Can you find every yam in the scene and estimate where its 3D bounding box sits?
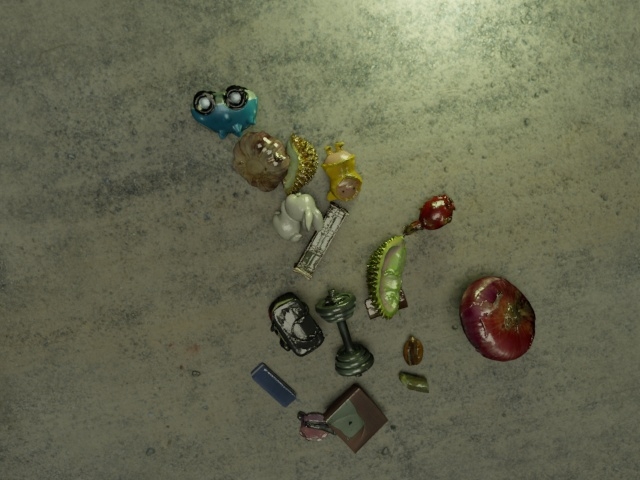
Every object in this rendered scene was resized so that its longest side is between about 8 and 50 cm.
[{"bbox_3d":[0.419,0.637,2.041,0.147,0.069,0.069,12,102,-4],"label":"yam"}]

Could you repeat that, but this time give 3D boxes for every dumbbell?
[{"bbox_3d":[0.104,0.394,1.932,0.179,0.179,0.406,-17,101,3],"label":"dumbbell"}]

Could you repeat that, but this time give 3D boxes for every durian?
[{"bbox_3d":[-0.087,-0.300,1.838,0.139,0.144,0.252,21,112,33],"label":"durian"},{"bbox_3d":[0.272,0.159,1.889,0.170,0.157,0.355,2,94,-5],"label":"durian"}]

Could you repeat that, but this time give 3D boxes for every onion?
[{"bbox_3d":[0.706,0.329,1.901,0.348,0.285,0.347,11,66,-25],"label":"onion"}]

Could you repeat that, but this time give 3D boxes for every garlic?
[{"bbox_3d":[-0.224,-0.316,1.790,0.245,0.160,0.244,12,127,16],"label":"garlic"}]

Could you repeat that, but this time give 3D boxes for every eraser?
[{"bbox_3d":[-0.211,0.650,2.055,0.082,0.036,0.225,-44,99,8],"label":"eraser"}]

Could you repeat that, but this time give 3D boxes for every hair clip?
[{"bbox_3d":[-0.012,0.856,2.100,0.187,0.056,0.146,3,103,8],"label":"hair clip"}]

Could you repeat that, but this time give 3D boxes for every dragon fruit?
[{"bbox_3d":[0.438,-0.088,1.869,0.246,0.125,0.125,-31,107,14],"label":"dragon fruit"}]

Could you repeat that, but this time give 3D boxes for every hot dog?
[{"bbox_3d":[0.411,0.487,2.014,0.090,0.060,0.140,4,98,-6],"label":"hot dog"}]

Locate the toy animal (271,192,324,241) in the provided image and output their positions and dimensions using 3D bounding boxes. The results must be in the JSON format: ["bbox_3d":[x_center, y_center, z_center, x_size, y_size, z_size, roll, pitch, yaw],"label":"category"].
[{"bbox_3d":[-0.094,-0.086,1.825,0.193,0.127,0.178,-30,70,29],"label":"toy animal"}]

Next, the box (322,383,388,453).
[{"bbox_3d":[0.153,0.785,2.037,0.215,0.086,0.215,-42,100,-9],"label":"box"}]

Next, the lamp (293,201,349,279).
[{"bbox_3d":[0.000,0.000,1.893,0.090,0.089,0.325,28,100,-6],"label":"lamp"}]

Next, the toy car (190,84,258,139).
[{"bbox_3d":[-0.358,-0.484,1.740,0.255,0.188,0.190,-8,108,-1],"label":"toy car"}]

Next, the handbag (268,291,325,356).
[{"bbox_3d":[-0.110,0.352,1.910,0.181,0.181,0.254,-33,100,-6],"label":"handbag"}]

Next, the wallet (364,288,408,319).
[{"bbox_3d":[0.285,0.275,1.985,0.176,0.026,0.095,-18,99,3],"label":"wallet"}]

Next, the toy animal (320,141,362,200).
[{"bbox_3d":[0.080,-0.271,1.817,0.156,0.156,0.229,-13,112,2],"label":"toy animal"}]
